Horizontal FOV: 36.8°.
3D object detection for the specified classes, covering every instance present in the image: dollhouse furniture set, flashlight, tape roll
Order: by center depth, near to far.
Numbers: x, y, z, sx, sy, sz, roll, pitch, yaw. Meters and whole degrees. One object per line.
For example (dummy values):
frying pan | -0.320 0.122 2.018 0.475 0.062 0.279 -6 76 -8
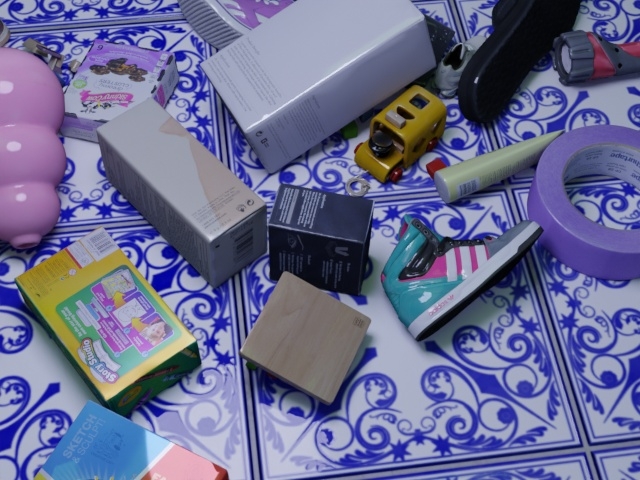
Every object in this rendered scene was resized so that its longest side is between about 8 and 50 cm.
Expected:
tape roll | 0.502 -0.069 1.662 0.274 0.090 0.275 1 55 -1
dollhouse furniture set | -0.534 -0.334 1.862 0.114 0.091 0.081 34 102 44
flashlight | 0.608 -0.373 1.862 0.304 0.103 0.103 -11 54 -7

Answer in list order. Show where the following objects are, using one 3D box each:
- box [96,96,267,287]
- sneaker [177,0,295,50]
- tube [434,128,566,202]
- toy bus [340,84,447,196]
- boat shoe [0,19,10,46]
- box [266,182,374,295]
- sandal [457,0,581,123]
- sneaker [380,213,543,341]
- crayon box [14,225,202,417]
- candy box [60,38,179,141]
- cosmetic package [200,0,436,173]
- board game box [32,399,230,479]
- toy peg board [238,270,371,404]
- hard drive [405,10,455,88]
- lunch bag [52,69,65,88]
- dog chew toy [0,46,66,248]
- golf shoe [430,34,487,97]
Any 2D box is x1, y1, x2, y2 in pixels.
box | -0.234 -0.084 1.621 0.121 0.148 0.311 -36 65 -24
sneaker | -0.144 -0.445 1.900 0.282 0.102 0.161 38 59 10
tube | 0.320 -0.136 1.711 0.240 0.062 0.070 -21 21 -10
toy bus | 0.136 -0.191 1.725 0.190 0.104 0.202 -2 56 -3
boat shoe | -0.734 -0.475 1.900 0.285 0.092 0.103 34 62 19
box | 0.000 0.000 1.563 0.158 0.156 0.093 11 56 6
sandal | 0.373 -0.408 1.852 0.107 0.168 0.446 20 55 37
sneaker | 0.212 0.015 1.585 0.295 0.124 0.178 -35 73 -21
crayon box | -0.335 0.126 1.514 0.165 0.081 0.278 -34 63 -21
candy box | -0.375 -0.271 1.782 0.164 0.070 0.196 12 56 11
cosmetic package | -0.002 -0.314 1.713 0.365 0.155 0.197 -32 59 -1
board game box | -0.308 0.411 1.334 0.242 0.064 0.316 23 59 13
toy peg board | -0.030 0.163 1.514 0.160 0.079 0.161 29 60 -1
hard drive | 0.117 -0.397 1.873 0.254 0.054 0.172 27 63 6
lunch bag | -0.517 -0.284 1.772 0.067 0.098 0.065 40 56 -21
dog chew toy | -0.521 -0.151 1.618 0.206 0.206 0.332 -12 81 -9
golf shoe | 0.280 -0.353 1.850 0.069 0.086 0.176 28 58 19
